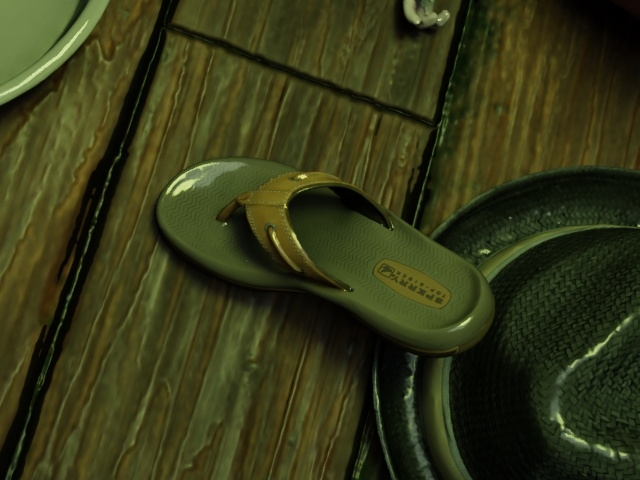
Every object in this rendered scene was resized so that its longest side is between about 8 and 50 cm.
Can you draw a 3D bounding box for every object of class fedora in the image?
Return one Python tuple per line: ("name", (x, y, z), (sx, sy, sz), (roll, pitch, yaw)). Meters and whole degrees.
("fedora", (0.207, 0.085, 0.655), (0.334, 0.152, 0.334), (3, 78, -16))

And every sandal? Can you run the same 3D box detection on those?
("sandal", (0.000, 0.000, 0.625), (0.219, 0.060, 0.090), (27, 66, 21))

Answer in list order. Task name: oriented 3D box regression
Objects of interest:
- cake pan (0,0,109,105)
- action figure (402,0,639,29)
("cake pan", (-0.263, -0.199, 0.624), (0.293, 0.054, 0.293), (3, 78, -16))
("action figure", (0.163, -0.273, 0.662), (0.370, 0.248, 0.275), (31, 72, -12))
